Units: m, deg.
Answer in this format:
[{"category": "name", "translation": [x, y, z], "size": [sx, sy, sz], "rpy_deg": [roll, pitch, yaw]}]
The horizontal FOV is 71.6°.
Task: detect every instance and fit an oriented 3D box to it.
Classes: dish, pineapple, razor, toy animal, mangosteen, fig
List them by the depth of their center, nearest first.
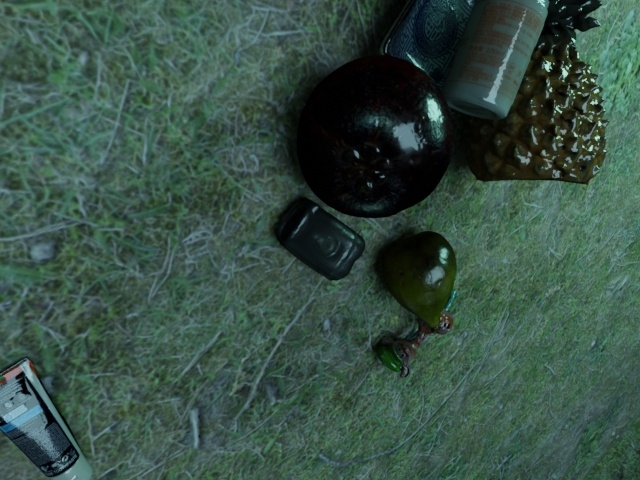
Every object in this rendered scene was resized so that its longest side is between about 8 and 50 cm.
[{"category": "mangosteen", "translation": [0.077, -0.146, 0.611], "size": [0.216, 0.216, 0.216], "rpy_deg": [-13, 115, -30]}, {"category": "dish", "translation": [0.183, -0.331, 0.673], "size": [0.182, 0.080, 0.243], "rpy_deg": [30, 92, -38]}, {"category": "razor", "translation": [0.000, 0.000, 0.697], "size": [0.148, 0.054, 0.090], "rpy_deg": [36, 87, -37]}, {"category": "pineapple", "translation": [0.364, -0.274, 0.742], "size": [0.223, 0.223, 0.357], "rpy_deg": [-2, 99, -33]}, {"category": "fig", "translation": [0.195, 0.079, 0.791], "size": [0.133, 0.126, 0.185], "rpy_deg": [-30, 86, -23]}, {"category": "toy animal", "translation": [0.201, 0.175, 0.894], "size": [0.208, 0.100, 0.103], "rpy_deg": [-55, 167, -7]}]

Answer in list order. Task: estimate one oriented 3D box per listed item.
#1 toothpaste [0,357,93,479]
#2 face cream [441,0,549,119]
[{"category": "toothpaste", "translation": [-0.356, 0.240, 0.565], "size": [0.071, 0.045, 0.193], "rpy_deg": [-34, 118, -29]}, {"category": "face cream", "translation": [0.258, -0.305, 0.621], "size": [0.101, 0.101, 0.251], "rpy_deg": [12, 102, -37]}]
